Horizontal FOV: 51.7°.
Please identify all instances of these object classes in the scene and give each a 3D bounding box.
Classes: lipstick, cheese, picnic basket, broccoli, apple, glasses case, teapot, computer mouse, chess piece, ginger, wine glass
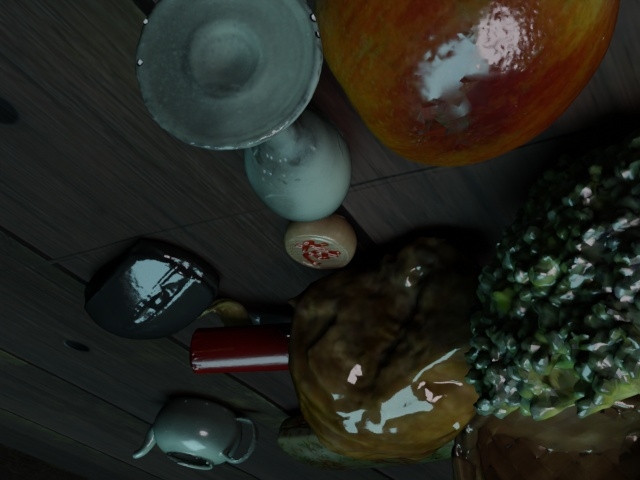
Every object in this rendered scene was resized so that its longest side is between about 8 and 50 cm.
[{"bbox_3d":[-0.046,0.151,0.939,0.280,0.073,0.073,-4,146,7],"label":"lipstick"},{"bbox_3d":[-0.145,0.110,0.983,0.084,0.041,0.060,28,141,-29],"label":"cheese"},{"bbox_3d":[0.302,0.296,0.784,0.293,0.337,0.337,-2,145,19],"label":"picnic basket"},{"bbox_3d":[0.265,0.051,0.534,0.246,0.247,0.288,29,145,-12],"label":"broccoli"},{"bbox_3d":[0.091,-0.139,0.413,0.173,0.160,0.195,-36,133,25],"label":"apple"},{"bbox_3d":[0.081,0.371,1.251,0.156,0.098,0.425,37,142,-25],"label":"glasses case"},{"bbox_3d":[-0.269,0.425,1.439,0.295,0.129,0.193,-2,146,23],"label":"teapot"},{"bbox_3d":[-0.259,0.089,0.950,0.138,0.086,0.270,32,143,-28],"label":"computer mouse"},{"bbox_3d":[0.000,0.000,0.755,0.084,0.038,0.083,10,146,6],"label":"chess piece"},{"bbox_3d":[0.096,0.142,0.764,0.270,0.200,0.223,-20,142,17],"label":"ginger"},{"bbox_3d":[-0.040,-0.158,0.492,0.096,0.264,0.309,-8,173,6],"label":"wine glass"}]
